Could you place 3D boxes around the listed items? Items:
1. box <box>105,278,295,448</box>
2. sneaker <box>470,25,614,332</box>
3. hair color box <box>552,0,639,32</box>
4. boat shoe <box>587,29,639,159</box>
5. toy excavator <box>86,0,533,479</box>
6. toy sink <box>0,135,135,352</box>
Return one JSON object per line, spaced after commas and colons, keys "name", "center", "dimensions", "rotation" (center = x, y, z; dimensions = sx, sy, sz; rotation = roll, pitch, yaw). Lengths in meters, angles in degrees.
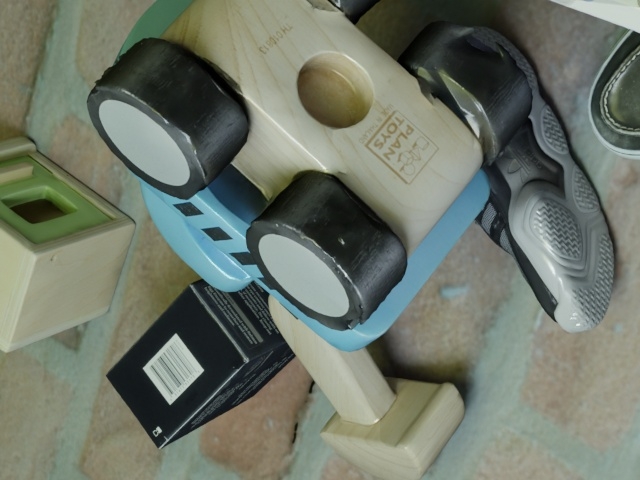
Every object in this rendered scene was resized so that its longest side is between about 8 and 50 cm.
{"name": "box", "center": [-0.091, 0.098, 1.521], "dimensions": [0.093, 0.158, 0.156], "rotation": [52, 125, 11]}
{"name": "sneaker", "center": [0.139, -0.034, 1.364], "dimensions": [0.153, 0.101, 0.269], "rotation": [-27, 83, 40]}
{"name": "hair color box", "center": [0.245, -0.232, 1.072], "dimensions": [0.338, 0.110, 0.185], "rotation": [23, 112, 19]}
{"name": "boat shoe", "center": [0.320, -0.159, 1.184], "dimensions": [0.335, 0.119, 0.121], "rotation": [-34, 83, 37]}
{"name": "toy excavator", "center": [0.000, 0.000, 1.300], "dimensions": [0.433, 0.222, 0.445], "rotation": [41, 156, -4]}
{"name": "toy sink", "center": [-0.335, -0.016, 1.666], "dimensions": [0.234, 0.153, 0.131], "rotation": [35, 120, 24]}
